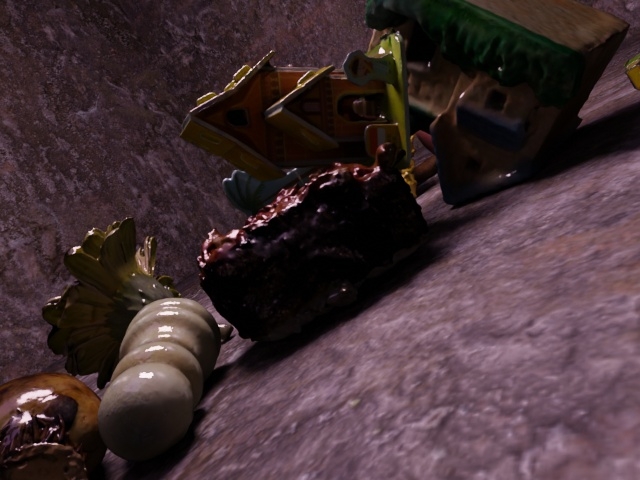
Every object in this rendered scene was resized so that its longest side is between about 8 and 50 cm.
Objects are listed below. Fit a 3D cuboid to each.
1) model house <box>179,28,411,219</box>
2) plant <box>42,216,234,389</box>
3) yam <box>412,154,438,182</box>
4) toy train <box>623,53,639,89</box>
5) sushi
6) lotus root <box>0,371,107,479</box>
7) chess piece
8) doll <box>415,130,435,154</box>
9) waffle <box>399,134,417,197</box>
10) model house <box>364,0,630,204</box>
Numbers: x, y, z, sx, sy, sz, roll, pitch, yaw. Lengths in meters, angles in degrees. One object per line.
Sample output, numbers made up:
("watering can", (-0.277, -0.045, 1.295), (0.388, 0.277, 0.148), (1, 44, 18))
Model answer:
("model house", (-0.056, -0.141, 0.823), (0.324, 0.340, 0.300), (-6, 7, -19))
("plant", (-0.338, 0.145, 0.876), (0.261, 0.297, 0.306), (-37, -29, -20))
("yam", (0.330, -0.225, 1.456), (0.241, 0.056, 0.057), (-35, 9, -30))
("toy train", (0.678, -0.362, 1.025), (0.081, 0.060, 0.202), (-32, 3, 44))
("sushi", (0.000, 0.000, 0.687), (0.343, 0.182, 0.196), (-33, 9, -10))
("lotus root", (-0.333, 0.228, 0.556), (0.169, 0.141, 0.314), (-38, 10, -32))
("chess piece", (-0.189, 0.164, 0.585), (0.133, 0.133, 0.243), (-30, 14, -2))
("doll", (0.293, -0.261, 1.204), (0.093, 0.262, 0.211), (-48, -37, 8))
("waffle", (0.191, -0.217, 1.292), (0.057, 0.219, 0.229), (-3, 6, -7))
("model house", (0.256, -0.269, 0.885), (0.335, 0.382, 0.342), (-36, -27, -40))
